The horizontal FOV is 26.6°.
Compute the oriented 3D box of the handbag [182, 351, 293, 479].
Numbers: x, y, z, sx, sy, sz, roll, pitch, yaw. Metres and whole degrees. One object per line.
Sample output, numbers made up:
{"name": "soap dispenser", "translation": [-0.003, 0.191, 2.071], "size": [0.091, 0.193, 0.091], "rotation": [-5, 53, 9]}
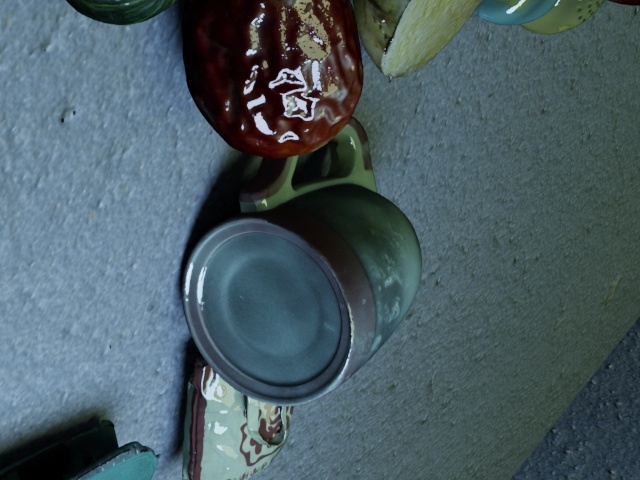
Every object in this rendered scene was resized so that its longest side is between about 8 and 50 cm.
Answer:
{"name": "handbag", "translation": [-0.098, 0.220, 1.764], "size": [0.213, 0.127, 0.235], "rotation": [-28, 138, -46]}

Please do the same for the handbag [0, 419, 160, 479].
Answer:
{"name": "handbag", "translation": [-0.324, 0.350, 1.523], "size": [0.269, 0.100, 0.274], "rotation": [-23, 137, -58]}

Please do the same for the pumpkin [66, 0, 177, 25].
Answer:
{"name": "pumpkin", "translation": [-0.157, -0.261, 1.141], "size": [0.167, 0.125, 0.167], "rotation": [-41, 150, -31]}

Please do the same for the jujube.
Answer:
{"name": "jujube", "translation": [-0.049, -0.190, 1.352], "size": [0.183, 0.183, 0.243], "rotation": [-46, 151, -28]}

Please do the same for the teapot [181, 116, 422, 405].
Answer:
{"name": "teapot", "translation": [0.000, 0.000, 1.653], "size": [0.312, 0.233, 0.315], "rotation": [-32, 116, -57]}

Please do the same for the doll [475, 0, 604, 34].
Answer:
{"name": "doll", "translation": [0.297, -0.370, 1.836], "size": [0.261, 0.161, 0.177], "rotation": [-9, 126, -58]}

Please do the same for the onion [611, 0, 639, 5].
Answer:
{"name": "onion", "translation": [0.485, -0.464, 2.027], "size": [0.281, 0.221, 0.281], "rotation": [-39, 164, -14]}

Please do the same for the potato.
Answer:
{"name": "potato", "translation": [0.114, -0.312, 1.614], "size": [0.239, 0.116, 0.299], "rotation": [-56, 166, 4]}
